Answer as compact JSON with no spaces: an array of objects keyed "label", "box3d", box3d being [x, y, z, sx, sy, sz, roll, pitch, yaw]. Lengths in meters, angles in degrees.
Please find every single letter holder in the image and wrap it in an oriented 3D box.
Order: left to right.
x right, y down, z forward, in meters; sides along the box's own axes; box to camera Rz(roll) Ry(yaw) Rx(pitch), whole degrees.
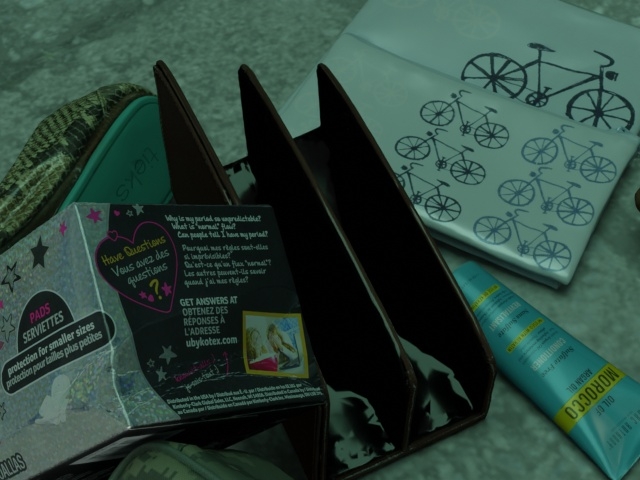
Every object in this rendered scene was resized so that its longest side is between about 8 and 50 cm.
[{"label":"letter holder","box3d":[0.000,0.000,0.938,0.152,0.214,0.302,-22,63,-11]}]

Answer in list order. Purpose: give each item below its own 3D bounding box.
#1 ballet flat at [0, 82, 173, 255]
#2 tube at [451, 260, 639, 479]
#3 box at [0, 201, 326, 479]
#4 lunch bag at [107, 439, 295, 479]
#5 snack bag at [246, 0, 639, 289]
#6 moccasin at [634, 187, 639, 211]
[{"label":"ballet flat","box3d":[-0.265,0.052,1.038,0.182,0.164,0.483,-9,40,30]},{"label":"tube","box3d":[0.180,0.098,0.982,0.080,0.052,0.207,-43,63,-13]},{"label":"box","box3d":[-0.149,0.082,0.802,0.163,0.247,0.142,0,67,-46]},{"label":"lunch bag","box3d":[0.014,0.273,0.726,0.305,0.256,0.213,26,90,29]},{"label":"snack bag","box3d":[0.151,-0.138,1.167,0.323,0.037,0.343,24,57,19]},{"label":"moccasin","box3d":[0.440,-0.099,1.056,0.380,0.139,0.147,-34,60,-6]}]
